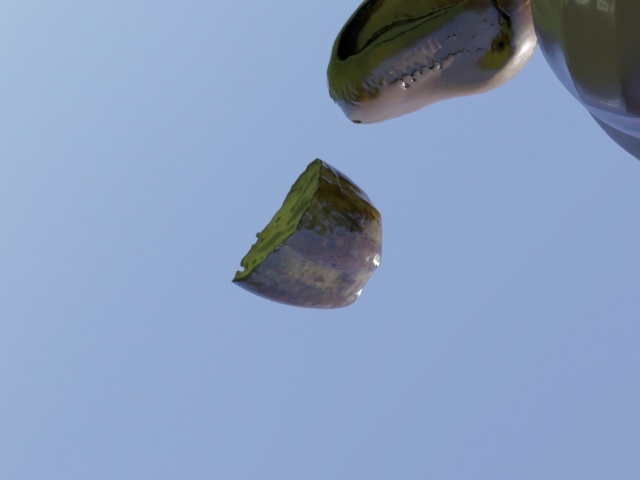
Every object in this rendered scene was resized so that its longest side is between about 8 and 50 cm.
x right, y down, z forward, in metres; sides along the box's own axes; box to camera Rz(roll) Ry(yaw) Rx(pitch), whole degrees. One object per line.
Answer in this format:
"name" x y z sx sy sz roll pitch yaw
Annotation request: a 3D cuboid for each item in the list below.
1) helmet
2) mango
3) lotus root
"helmet" 0.281 -0.211 1.241 0.271 0.197 0.338 15 -78 35
"mango" 0.119 -0.207 1.630 0.248 0.156 0.151 -34 -178 18
"lotus root" 0.002 0.001 1.634 0.159 0.135 0.095 -68 -161 0
